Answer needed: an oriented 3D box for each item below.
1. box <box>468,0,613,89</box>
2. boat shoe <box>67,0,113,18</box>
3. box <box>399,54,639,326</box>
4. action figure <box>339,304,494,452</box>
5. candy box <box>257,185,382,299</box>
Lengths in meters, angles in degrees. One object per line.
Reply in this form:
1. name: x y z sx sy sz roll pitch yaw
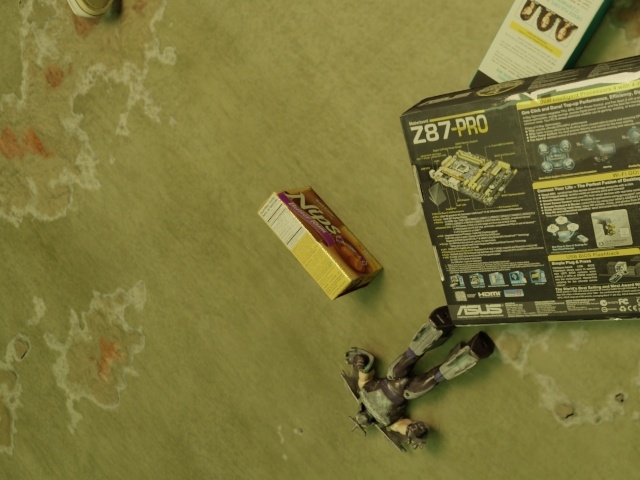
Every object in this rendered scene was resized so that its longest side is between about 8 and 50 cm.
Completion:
1. box: 0.294 -0.276 1.002 0.100 0.060 0.244 39 128 18
2. boat shoe: -0.453 -0.526 1.416 0.103 0.113 0.302 -23 76 33
3. box: 0.324 -0.052 0.993 0.395 0.097 0.318 -7 111 33
4. action figure: 0.126 0.215 1.201 0.185 0.099 0.285 45 122 7
5. candy box: 0.000 0.000 1.230 0.186 0.109 0.053 50 119 15
